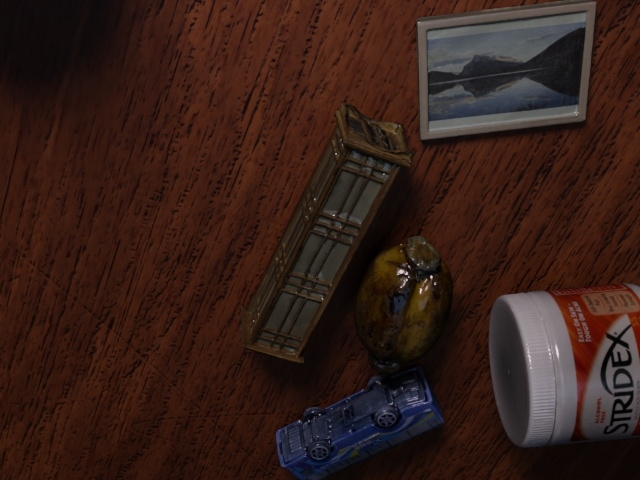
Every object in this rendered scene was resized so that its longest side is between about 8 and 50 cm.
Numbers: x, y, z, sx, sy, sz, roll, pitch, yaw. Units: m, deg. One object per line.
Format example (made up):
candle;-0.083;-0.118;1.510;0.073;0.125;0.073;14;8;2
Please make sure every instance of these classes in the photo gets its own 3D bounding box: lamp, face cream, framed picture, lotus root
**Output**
lamp;0.000;0.000;1.065;0.090;0.089;0.325;18;119;-16
face cream;0.335;0.162;1.138;0.187;0.201;0.201;-5;123;-3
framed picture;0.212;-0.195;1.008;0.203;0.015;0.150;-6;123;-2
lotus root;0.104;0.087;1.119;0.120;0.120;0.210;8;122;-11

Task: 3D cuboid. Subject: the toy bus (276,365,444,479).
toy bus;0.057;0.269;1.247;0.236;0.079;0.094;-28;123;11
